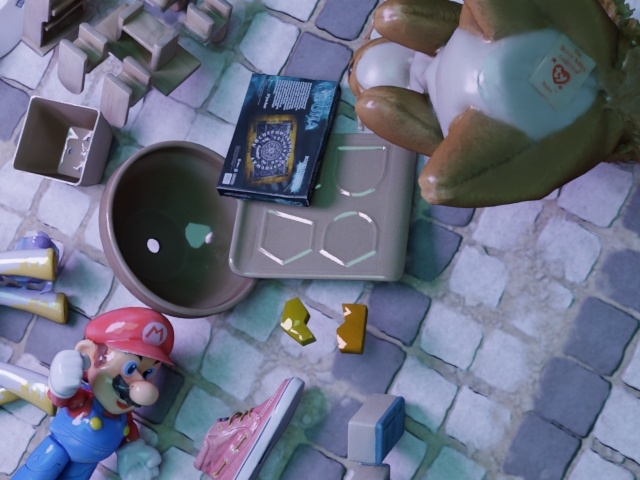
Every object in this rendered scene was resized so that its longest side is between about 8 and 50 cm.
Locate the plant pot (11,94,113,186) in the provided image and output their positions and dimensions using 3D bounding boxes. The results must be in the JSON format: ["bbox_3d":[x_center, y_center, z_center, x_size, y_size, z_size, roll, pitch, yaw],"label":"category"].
[{"bbox_3d":[-0.348,-0.129,1.845,0.109,0.096,0.109,13,84,17],"label":"plant pot"}]

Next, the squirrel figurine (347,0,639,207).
[{"bbox_3d":[0.225,-0.182,1.595,0.397,0.370,0.281,0,93,-19],"label":"squirrel figurine"}]

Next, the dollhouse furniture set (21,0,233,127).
[{"bbox_3d":[-0.282,-0.280,1.817,0.242,0.161,0.212,38,60,8],"label":"dollhouse furniture set"}]

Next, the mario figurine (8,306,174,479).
[{"bbox_3d":[-0.278,0.235,1.697,0.170,0.198,0.320,29,97,5],"label":"mario figurine"}]

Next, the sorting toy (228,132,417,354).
[{"bbox_3d":[0.000,0.000,1.727,0.229,0.041,0.307,3,67,13],"label":"sorting toy"}]

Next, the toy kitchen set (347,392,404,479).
[{"bbox_3d":[0.127,0.313,1.652,0.166,0.122,0.207,4,103,16],"label":"toy kitchen set"}]

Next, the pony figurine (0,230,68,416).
[{"bbox_3d":[-0.535,0.081,1.799,0.364,0.303,0.350,0,90,0],"label":"pony figurine"}]

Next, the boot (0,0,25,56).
[{"bbox_3d":[-0.462,-0.355,1.939,0.190,0.069,0.086,-54,51,6],"label":"boot"}]

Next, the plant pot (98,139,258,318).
[{"bbox_3d":[-0.197,-0.004,1.751,0.110,0.237,0.237,-26,71,51],"label":"plant pot"}]

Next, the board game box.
[{"bbox_3d":[-0.053,-0.135,1.761,0.126,0.026,0.186,8,63,15],"label":"board game box"}]

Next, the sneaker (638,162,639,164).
[{"bbox_3d":[0.546,-0.134,1.605,0.314,0.116,0.136,-29,85,17],"label":"sneaker"}]

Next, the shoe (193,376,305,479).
[{"bbox_3d":[-0.095,0.242,1.732,0.081,0.063,0.178,31,95,13],"label":"shoe"}]
